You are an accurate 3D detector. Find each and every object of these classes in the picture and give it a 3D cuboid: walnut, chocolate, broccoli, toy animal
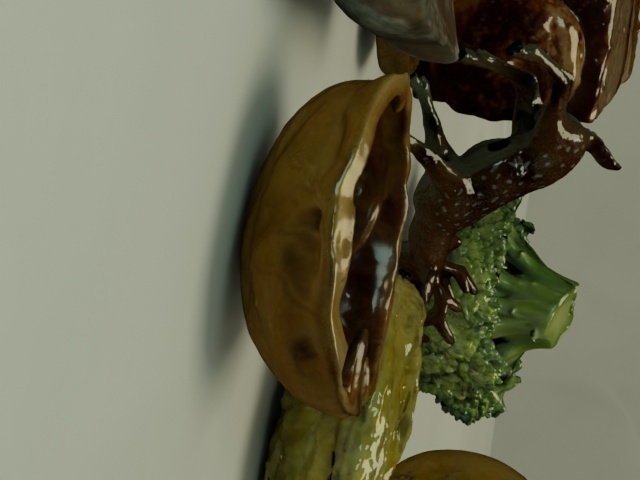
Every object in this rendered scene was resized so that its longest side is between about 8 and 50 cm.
[{"bbox_3d":[-0.002,-0.002,1.099,0.167,0.087,0.211,34,64,-72],"label":"walnut"},{"bbox_3d":[0.034,-0.197,1.135,0.254,0.080,0.157,8,79,-81],"label":"chocolate"},{"bbox_3d":[0.161,0.053,1.813,0.226,0.176,0.198,-47,162,3],"label":"broccoli"},{"bbox_3d":[0.134,-0.036,1.571,0.087,0.243,0.260,-93,157,-50],"label":"toy animal"}]

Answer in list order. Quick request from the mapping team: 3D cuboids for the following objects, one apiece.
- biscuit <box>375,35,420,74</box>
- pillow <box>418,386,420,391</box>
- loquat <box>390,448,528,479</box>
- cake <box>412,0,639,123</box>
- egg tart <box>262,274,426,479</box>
[{"bbox_3d":[0.066,-0.261,1.355,0.208,0.041,0.290,-65,161,-58],"label":"biscuit"},{"bbox_3d":[0.125,0.062,2.038,0.135,0.034,0.211,-65,161,-44],"label":"pillow"},{"bbox_3d":[0.128,0.313,1.744,0.235,0.235,0.235,10,90,-80],"label":"loquat"},{"bbox_3d":[0.184,-0.222,1.659,0.293,0.196,0.199,-44,142,-65],"label":"cake"},{"bbox_3d":[0.013,0.153,1.342,0.279,0.095,0.279,14,90,-84],"label":"egg tart"}]
